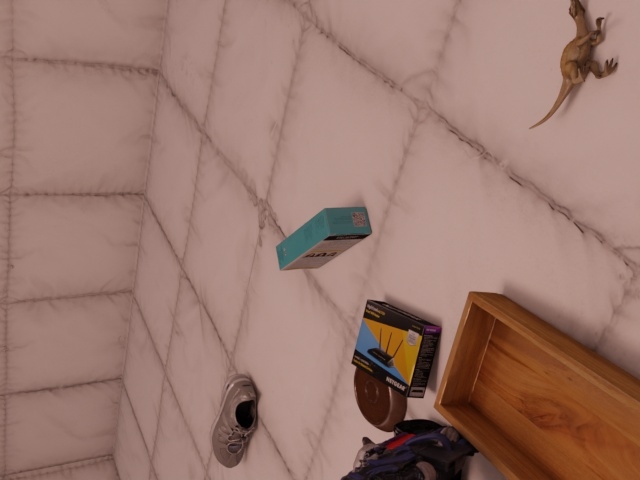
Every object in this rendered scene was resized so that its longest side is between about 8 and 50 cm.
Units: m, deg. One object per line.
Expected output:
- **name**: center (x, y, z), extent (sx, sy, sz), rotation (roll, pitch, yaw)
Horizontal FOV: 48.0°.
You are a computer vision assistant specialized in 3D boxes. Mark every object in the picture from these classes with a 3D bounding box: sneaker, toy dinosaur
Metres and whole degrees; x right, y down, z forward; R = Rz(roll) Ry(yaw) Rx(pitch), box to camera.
- **sneaker**: center (-0.236, 0.517, 1.987), extent (0.115, 0.105, 0.281), rotation (35, 122, 55)
- **toy dinosaur**: center (0.340, -0.230, 0.953), extent (0.092, 0.053, 0.183), rotation (-133, 53, -70)

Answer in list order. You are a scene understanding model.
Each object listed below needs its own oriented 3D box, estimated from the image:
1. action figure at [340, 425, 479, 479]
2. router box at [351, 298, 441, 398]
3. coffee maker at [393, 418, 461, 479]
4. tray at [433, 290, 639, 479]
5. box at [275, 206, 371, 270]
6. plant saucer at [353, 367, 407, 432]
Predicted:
- **action figure**: center (0.157, 0.385, 1.004), extent (0.330, 0.341, 0.179), rotation (25, 105, 42)
- **router box**: center (0.136, 0.196, 1.322), extent (0.179, 0.046, 0.133), rotation (19, 97, 57)
- **coffee maker**: center (0.194, 0.413, 1.221), extent (0.171, 0.120, 0.178), rotation (10, 104, 39)
- **tray**: center (0.317, 0.241, 0.957), extent (0.411, 0.076, 0.203), rotation (39, 119, 59)
- **box**: center (0.000, 0.000, 1.516), extent (0.244, 0.100, 0.060), rotation (-35, 62, 56)
- **plant saucer**: center (0.111, 0.297, 1.423), extent (0.168, 0.029, 0.168), rotation (7, 98, 61)
